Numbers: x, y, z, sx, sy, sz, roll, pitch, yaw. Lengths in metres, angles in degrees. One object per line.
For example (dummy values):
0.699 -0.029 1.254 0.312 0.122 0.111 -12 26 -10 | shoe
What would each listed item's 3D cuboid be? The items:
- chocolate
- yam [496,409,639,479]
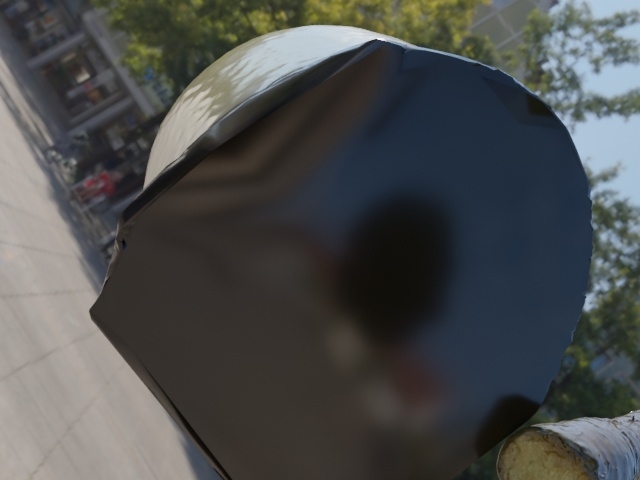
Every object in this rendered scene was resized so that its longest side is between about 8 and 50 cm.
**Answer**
0.000 0.000 0.715 0.314 0.326 0.297 56 -10 -27 | chocolate
0.250 0.185 0.805 0.356 0.081 0.081 10 39 -56 | yam
